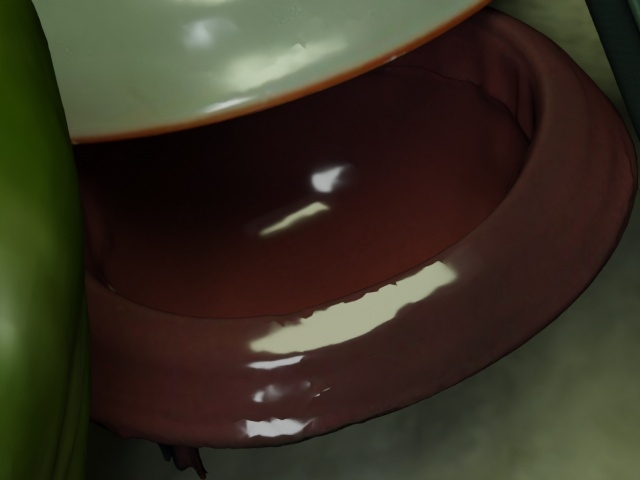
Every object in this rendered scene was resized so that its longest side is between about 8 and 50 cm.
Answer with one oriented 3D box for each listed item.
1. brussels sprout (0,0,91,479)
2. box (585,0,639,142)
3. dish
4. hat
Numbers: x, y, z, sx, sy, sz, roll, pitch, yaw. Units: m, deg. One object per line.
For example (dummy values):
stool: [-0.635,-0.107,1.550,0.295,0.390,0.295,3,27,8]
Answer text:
brussels sprout: [-0.197,0.062,0.426,0.289,0.281,0.354,-5,80,-11]
box: [0.170,-0.018,0.556,0.160,0.050,0.230,10,48,-30]
dish: [-0.048,-0.137,0.613,0.260,0.085,0.260,-11,33,7]
hat: [0.000,0.000,0.565,0.205,0.089,0.205,-9,40,8]
